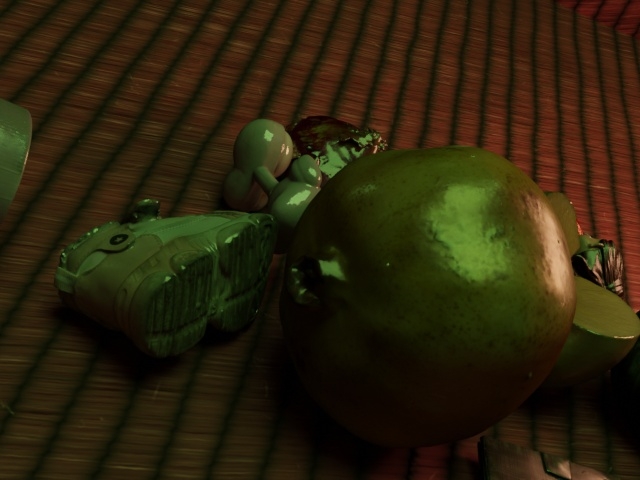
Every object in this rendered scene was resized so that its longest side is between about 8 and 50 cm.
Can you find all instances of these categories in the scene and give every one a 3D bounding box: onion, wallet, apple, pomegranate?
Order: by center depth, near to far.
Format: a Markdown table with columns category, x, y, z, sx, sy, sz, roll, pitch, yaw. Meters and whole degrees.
| category | x | y | z | sx | sy | sz | roll | pitch | yaw |
| --- | --- | --- | --- | --- | --- | --- | --- | --- | --- |
| pomegranate | 0.130 | 0.071 | 1.665 | 0.417 | 0.416 | 0.416 | 19 | 31 | -12 |
| wallet | 0.324 | 0.349 | 1.739 | 0.230 | 0.042 | 0.124 | 18 | 35 | -12 |
| apple | 0.329 | 0.087 | 1.942 | 0.295 | 0.233 | 0.258 | 55 | 22 | -4 |
| onion | 0.039 | -0.126 | 2.119 | 0.230 | 0.163 | 0.230 | 31 | 38 | -29 |

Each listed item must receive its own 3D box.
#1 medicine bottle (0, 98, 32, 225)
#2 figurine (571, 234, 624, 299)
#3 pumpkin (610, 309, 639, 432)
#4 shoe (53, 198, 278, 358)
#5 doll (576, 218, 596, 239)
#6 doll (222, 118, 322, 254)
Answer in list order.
| category | x | y | z | sx | sy | sz | roll | pitch | yaw |
| --- | --- | --- | --- | --- | --- | --- | --- | --- | --- |
| medicine bottle | -0.552 | -0.130 | 1.632 | 0.302 | 0.241 | 0.241 | 20 | 30 | -27 |
| figurine | 0.399 | 0.014 | 2.203 | 0.315 | 0.187 | 0.168 | 17 | 27 | -31 |
| pumpkin | 0.598 | 0.223 | 1.981 | 0.300 | 0.207 | 0.300 | 8 | 28 | -4 |
| shoe | -0.200 | 0.026 | 1.727 | 0.198 | 0.171 | 0.351 | 21 | 18 | 22 |
| doll | 0.467 | -0.024 | 2.393 | 0.169 | 0.057 | 0.109 | 35 | 35 | 17 |
| doll | -0.072 | -0.082 | 1.951 | 0.094 | 0.160 | 0.365 | 15 | 17 | -26 |
